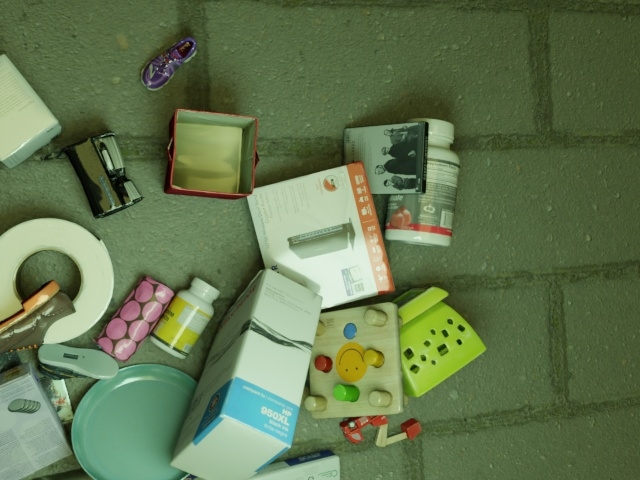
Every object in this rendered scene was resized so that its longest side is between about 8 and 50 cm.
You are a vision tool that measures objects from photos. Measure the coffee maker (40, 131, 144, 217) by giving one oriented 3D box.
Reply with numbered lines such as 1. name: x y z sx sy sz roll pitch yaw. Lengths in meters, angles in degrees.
1. coffee maker: -0.524 -0.142 1.656 0.171 0.120 0.178 -21 95 7

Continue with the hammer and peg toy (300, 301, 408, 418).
1. hammer and peg toy: 0.034 0.290 1.704 0.127 0.361 0.266 18 66 -50

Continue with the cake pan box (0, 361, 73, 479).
1. cake pan box: -0.719 0.428 1.564 0.266 0.070 0.246 -25 117 -15

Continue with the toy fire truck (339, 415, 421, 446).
1. toy fire truck: 0.159 0.496 1.882 0.192 0.047 0.135 -29 99 -14

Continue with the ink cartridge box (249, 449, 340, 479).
1. ink cartridge box: -0.100 0.717 1.762 0.324 0.071 0.330 -5 97 -27

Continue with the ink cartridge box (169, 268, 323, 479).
1. ink cartridge box: -0.157 0.303 1.576 0.166 0.285 0.395 28 44 -15

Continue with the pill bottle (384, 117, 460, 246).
1. pill bottle: 0.269 -0.149 1.852 0.176 0.176 0.319 8 87 -17

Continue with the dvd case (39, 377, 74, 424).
1. dvd case: -0.632 0.378 1.661 0.087 0.013 0.119 -15 95 -16

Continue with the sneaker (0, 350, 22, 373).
1. sneaker: -0.787 0.223 1.580 0.112 0.131 0.319 -49 125 -40

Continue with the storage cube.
1. storage cube: -0.263 -0.196 1.683 0.215 0.193 0.184 4 89 -18

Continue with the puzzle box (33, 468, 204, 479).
1. puzzle box: -0.434 0.572 1.584 0.408 0.272 0.052 -7 99 -16

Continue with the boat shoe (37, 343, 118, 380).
1. boat shoe: -0.560 0.292 1.641 0.183 0.083 0.065 17 47 -8

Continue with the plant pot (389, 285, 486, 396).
1. plant pot: 0.249 0.247 1.825 0.227 0.228 0.207 -31 92 -14

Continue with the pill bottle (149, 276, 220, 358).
1. pill bottle: -0.322 0.184 1.709 0.103 0.103 0.184 34 80 -14

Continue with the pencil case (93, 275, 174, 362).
1. pencil case: -0.442 0.182 1.684 0.098 0.095 0.209 30 77 24

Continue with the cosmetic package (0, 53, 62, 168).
1. cosmetic package: -0.695 -0.281 1.574 0.151 0.151 0.184 -39 99 -13

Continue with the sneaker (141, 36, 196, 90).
1. sneaker: -0.367 -0.436 1.716 0.068 0.071 0.170 43 79 -12

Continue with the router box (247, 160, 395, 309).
1. router box: 0.000 0.000 1.779 0.301 0.082 0.336 -15 94 0

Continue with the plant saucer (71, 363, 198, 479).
1. plant saucer: -0.405 0.433 1.635 0.317 0.044 0.318 6 49 -6

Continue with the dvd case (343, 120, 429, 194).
1. dvd case: 0.161 -0.205 1.806 0.029 0.238 0.179 4 88 -53

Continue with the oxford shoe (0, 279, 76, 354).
1. oxford shoe: -0.648 0.207 1.514 0.271 0.097 0.098 -42 107 -13

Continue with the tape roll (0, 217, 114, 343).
1. tape roll: -0.617 0.089 1.622 0.286 0.100 0.286 0 89 -16
